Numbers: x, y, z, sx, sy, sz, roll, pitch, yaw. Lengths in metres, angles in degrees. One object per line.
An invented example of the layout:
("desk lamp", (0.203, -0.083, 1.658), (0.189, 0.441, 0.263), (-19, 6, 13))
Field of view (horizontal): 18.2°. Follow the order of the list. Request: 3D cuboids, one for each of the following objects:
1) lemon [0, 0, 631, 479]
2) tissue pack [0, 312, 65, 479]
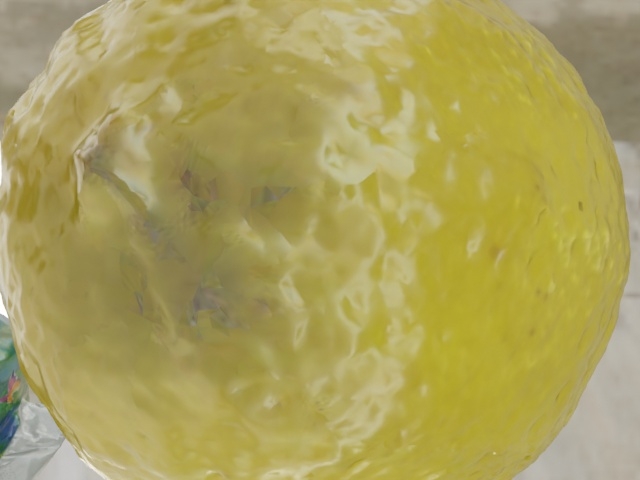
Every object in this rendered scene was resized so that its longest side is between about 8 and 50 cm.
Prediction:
("lemon", (-0.001, -0.002, 0.564), (0.193, 0.180, 0.180), (62, 7, -52))
("tissue pack", (-0.152, 0.085, 0.736), (0.079, 0.111, 0.085), (32, -32, 14))
